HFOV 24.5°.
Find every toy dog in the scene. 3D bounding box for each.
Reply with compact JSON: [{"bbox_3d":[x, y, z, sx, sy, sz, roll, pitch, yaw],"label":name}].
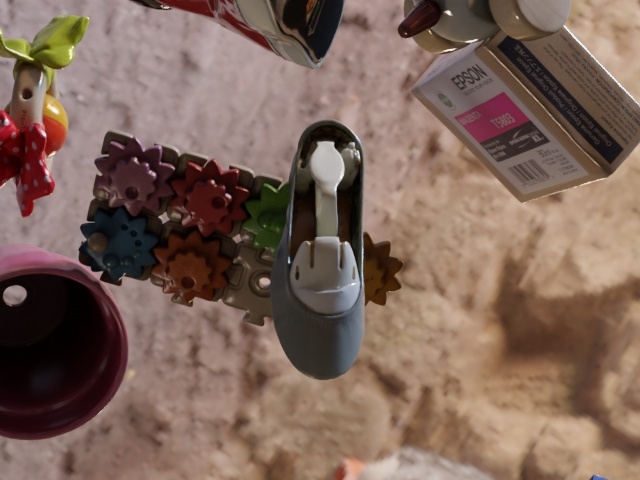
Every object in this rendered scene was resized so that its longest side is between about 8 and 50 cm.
[{"bbox_3d":[0.100,-0.318,1.414,0.161,0.333,0.220,-22,168,-40],"label":"toy dog"}]

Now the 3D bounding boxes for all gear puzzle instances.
[{"bbox_3d":[-0.081,0.011,1.522,0.044,0.339,0.175,-79,-175,-65],"label":"gear puzzle"}]

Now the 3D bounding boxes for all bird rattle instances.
[{"bbox_3d":[-0.329,-0.139,1.717,0.207,0.143,0.253,94,-9,-71],"label":"bird rattle"}]

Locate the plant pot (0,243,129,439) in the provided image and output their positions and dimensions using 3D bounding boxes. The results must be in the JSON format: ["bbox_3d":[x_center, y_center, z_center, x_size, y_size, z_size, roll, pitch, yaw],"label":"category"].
[{"bbox_3d":[-0.324,0.092,1.624,0.201,0.180,0.201,-6,111,-16],"label":"plant pot"}]

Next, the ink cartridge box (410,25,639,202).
[{"bbox_3d":[0.222,-0.146,1.595,0.088,0.193,0.235,-48,-173,-14],"label":"ink cartridge box"}]

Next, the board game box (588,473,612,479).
[{"bbox_3d":[0.215,0.314,1.339,0.201,0.035,0.136,115,-8,-56],"label":"board game box"}]

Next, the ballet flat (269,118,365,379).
[{"bbox_3d":[0.000,0.000,1.110,0.068,0.072,0.213,99,-7,-57],"label":"ballet flat"}]

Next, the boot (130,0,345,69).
[{"bbox_3d":[-0.087,-0.193,0.965,0.244,0.176,0.088,58,54,-77],"label":"boot"}]
